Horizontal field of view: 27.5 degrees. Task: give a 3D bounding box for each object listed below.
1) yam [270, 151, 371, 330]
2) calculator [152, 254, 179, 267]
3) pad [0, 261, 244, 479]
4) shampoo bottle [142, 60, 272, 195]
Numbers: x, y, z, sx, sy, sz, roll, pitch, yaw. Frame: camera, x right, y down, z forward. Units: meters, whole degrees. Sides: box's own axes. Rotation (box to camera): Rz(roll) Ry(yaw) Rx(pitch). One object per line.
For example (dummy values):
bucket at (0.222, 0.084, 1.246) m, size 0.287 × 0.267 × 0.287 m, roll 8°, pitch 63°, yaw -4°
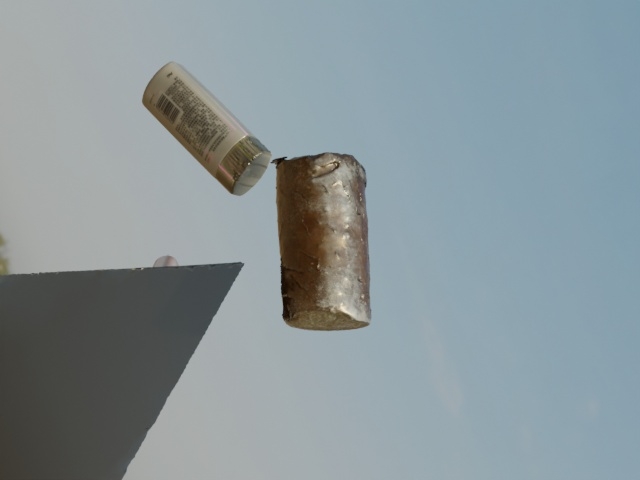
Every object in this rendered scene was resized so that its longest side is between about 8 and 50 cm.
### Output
yam at (0.002, 0.000, 1.055) m, size 0.079 × 0.079 × 0.141 m, roll 125°, pitch -35°, yaw -74°
calculator at (-0.186, 0.082, 1.621) m, size 0.175 × 0.032 × 0.100 m, roll -85°, pitch 156°, yaw -73°
pad at (-0.239, 0.159, 1.177) m, size 0.007 × 0.248 × 0.367 m, roll 52°, pitch -54°, yaw 32°
shampoo bottle at (-0.169, -0.166, 1.924) m, size 0.227 × 0.086 × 0.056 m, roll 44°, pitch 17°, yaw 26°
